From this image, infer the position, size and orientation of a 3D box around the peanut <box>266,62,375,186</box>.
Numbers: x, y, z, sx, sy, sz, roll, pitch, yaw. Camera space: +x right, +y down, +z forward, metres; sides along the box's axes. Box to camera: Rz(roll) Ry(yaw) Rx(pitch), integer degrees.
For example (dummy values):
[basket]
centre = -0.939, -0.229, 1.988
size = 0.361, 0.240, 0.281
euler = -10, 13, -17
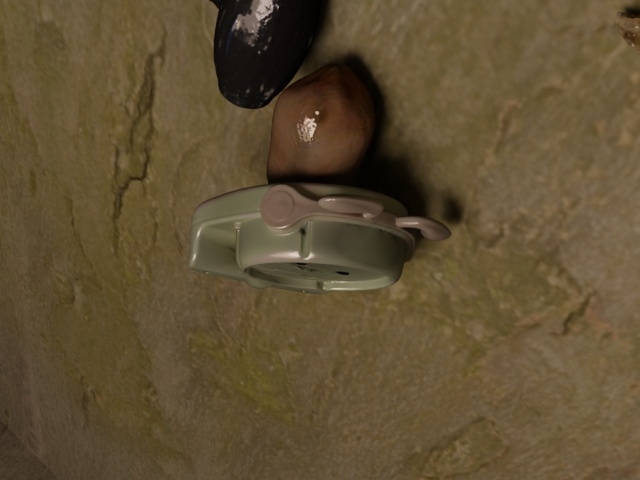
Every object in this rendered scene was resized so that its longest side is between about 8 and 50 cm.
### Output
[peanut]
centre = -0.002, -0.074, 0.731
size = 0.076, 0.076, 0.152
euler = 39, 149, 13

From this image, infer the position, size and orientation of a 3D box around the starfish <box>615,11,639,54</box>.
[starfish]
centre = 0.252, -0.092, 0.454
size = 0.236, 0.062, 0.277
euler = 35, 150, 28

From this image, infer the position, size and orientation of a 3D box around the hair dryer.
[hair dryer]
centre = -0.081, -0.224, 0.688
size = 0.219, 0.075, 0.195
euler = 44, 138, 20

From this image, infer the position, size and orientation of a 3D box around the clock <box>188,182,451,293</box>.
[clock]
centre = 0.000, 0.000, 0.744
size = 0.152, 0.062, 0.191
euler = 14, 164, -37
